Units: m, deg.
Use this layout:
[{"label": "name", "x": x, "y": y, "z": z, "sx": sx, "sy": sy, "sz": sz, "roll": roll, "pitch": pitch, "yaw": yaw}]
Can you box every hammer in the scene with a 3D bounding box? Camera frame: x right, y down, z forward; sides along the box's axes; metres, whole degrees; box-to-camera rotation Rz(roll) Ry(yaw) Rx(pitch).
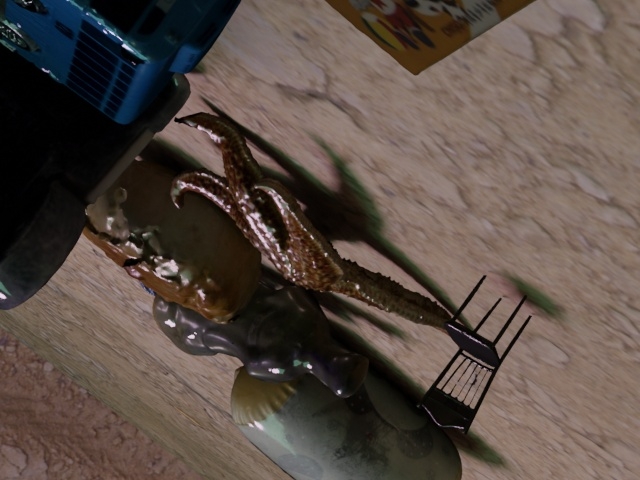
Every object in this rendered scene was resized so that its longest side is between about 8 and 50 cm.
[{"label": "hammer", "x": -0.009, "y": 0.148, "z": 1.647, "sx": 0.202, "sy": 0.113, "sz": 0.305, "roll": 44, "pitch": 171, "yaw": -17}]

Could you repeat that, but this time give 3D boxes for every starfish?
[{"label": "starfish", "x": -0.006, "y": 0.006, "z": 1.223, "sx": 0.238, "sy": 0.057, "sz": 0.213, "roll": 39, "pitch": 175, "yaw": -4}]

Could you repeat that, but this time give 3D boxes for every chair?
[{"label": "chair", "x": 0.087, "y": 0.065, "z": 1.111, "sx": 0.037, "sy": 0.086, "sz": 0.042, "roll": 28, "pitch": 170, "yaw": 28}]

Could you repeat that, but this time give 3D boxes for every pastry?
[{"label": "pastry", "x": -0.109, "y": -0.002, "z": 1.416, "sx": 0.153, "sy": 0.081, "sz": 0.153, "roll": 28, "pitch": 173, "yaw": 4}]

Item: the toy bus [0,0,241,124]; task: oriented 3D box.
[{"label": "toy bus", "x": -0.096, "y": -0.123, "z": 0.928, "sx": 0.106, "sy": 0.090, "sz": 0.184, "roll": 37, "pitch": 169, "yaw": -5}]

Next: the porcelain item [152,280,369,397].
[{"label": "porcelain item", "x": -0.034, "y": 0.068, "z": 1.468, "sx": 0.215, "sy": 0.081, "sz": 0.069, "roll": 20, "pitch": 156, "yaw": 48}]

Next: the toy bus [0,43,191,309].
[{"label": "toy bus", "x": -0.307, "y": -0.004, "z": 1.175, "sx": 0.209, "sy": 0.440, "sz": 0.249, "roll": 42, "pitch": 174, "yaw": -22}]

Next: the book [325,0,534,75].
[{"label": "book", "x": -0.042, "y": -0.179, "z": 0.745, "sx": 0.295, "sy": 0.020, "sz": 0.208, "roll": 39, "pitch": 168, "yaw": -7}]

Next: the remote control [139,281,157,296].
[{"label": "remote control", "x": -0.152, "y": 0.032, "z": 1.777, "sx": 0.043, "sy": 0.027, "sz": 0.152, "roll": 29, "pitch": 168, "yaw": 6}]
